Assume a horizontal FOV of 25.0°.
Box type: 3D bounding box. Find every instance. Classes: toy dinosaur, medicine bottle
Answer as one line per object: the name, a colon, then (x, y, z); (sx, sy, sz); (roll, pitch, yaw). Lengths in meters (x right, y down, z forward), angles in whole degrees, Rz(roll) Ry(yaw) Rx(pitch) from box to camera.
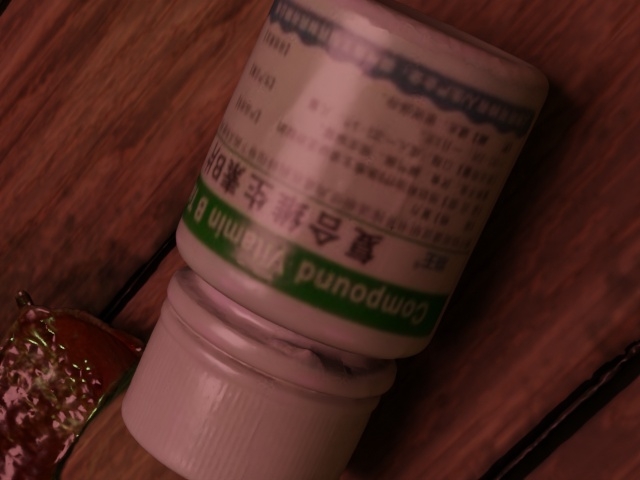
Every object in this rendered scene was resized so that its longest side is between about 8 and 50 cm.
toy dinosaur: (-0.231, 0.145, 0.856); (0.327, 0.113, 0.206); (-11, 92, 12)
medicine bottle: (0.000, 0.000, 0.693); (0.139, 0.139, 0.237); (36, 106, 38)
